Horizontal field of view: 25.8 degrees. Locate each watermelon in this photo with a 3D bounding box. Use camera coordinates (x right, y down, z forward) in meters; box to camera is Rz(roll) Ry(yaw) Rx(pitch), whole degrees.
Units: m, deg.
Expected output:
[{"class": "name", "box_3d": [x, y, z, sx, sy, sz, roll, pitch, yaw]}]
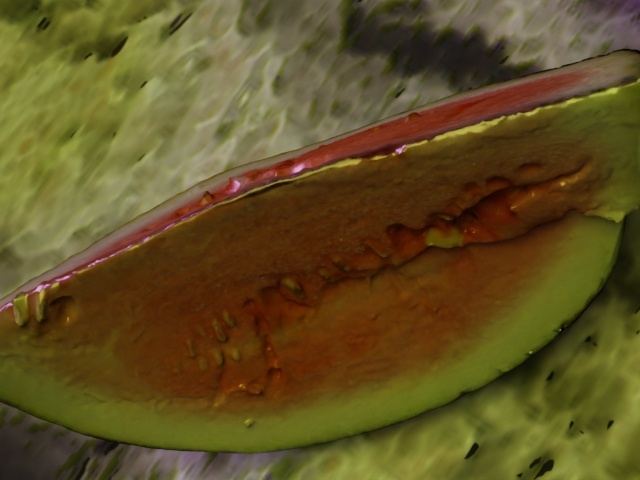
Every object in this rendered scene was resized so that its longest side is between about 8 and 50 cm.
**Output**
[{"class": "watermelon", "box_3d": [0.010, 0.023, 0.604, 0.303, 0.159, 0.128, -19, 97, 10]}]
